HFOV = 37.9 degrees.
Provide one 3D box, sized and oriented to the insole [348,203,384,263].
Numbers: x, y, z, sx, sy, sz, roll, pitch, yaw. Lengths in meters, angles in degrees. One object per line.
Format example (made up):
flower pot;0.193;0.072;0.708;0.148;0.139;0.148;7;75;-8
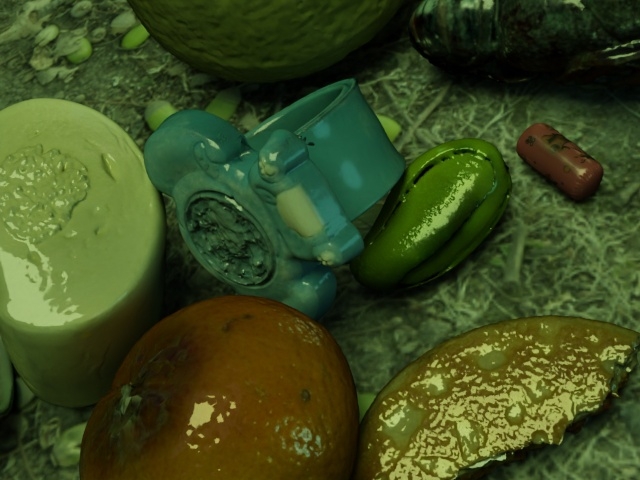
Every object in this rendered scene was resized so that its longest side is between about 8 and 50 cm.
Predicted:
insole;0.000;0.000;0.868;0.188;0.004;0.064;-12;56;12

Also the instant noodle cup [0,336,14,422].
instant noodle cup;-0.414;0.092;0.810;0.214;0.296;0.296;-21;55;-5

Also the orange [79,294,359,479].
orange;-0.079;0.143;0.695;0.224;0.170;0.224;-27;44;29

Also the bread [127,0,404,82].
bread;-0.052;-0.314;0.948;0.321;0.237;0.320;-18;42;17

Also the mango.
mango;0.095;-0.019;0.807;0.165;0.074;0.091;-43;61;6

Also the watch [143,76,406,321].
watch;-0.018;-0.053;0.792;0.211;0.211;0.193;16;43;27

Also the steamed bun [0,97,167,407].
steamed bun;-0.214;0.009;0.828;0.155;0.200;0.250;-8;58;-12

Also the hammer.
hammer;0.210;-0.070;0.816;0.043;0.043;0.083;-40;54;-6

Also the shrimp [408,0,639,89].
shrimp;0.257;-0.221;0.824;0.372;0.137;0.172;-1;76;20

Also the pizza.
pizza;0.128;0.127;0.713;0.246;0.058;0.127;-35;53;-3
